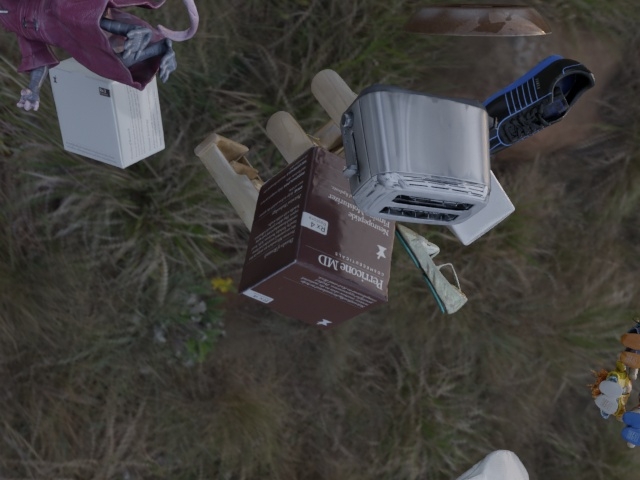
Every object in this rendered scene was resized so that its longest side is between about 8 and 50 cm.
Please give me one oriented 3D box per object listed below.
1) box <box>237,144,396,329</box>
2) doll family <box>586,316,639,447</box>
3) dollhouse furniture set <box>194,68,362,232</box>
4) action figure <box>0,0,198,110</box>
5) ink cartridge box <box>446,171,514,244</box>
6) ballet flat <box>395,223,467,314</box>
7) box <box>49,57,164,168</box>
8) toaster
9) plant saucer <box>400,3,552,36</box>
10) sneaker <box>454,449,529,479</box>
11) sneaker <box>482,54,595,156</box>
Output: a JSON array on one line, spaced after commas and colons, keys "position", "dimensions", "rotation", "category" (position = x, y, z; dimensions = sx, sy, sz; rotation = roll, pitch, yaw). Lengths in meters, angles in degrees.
[{"position": [0.000, 0.000, 1.327], "dimensions": [0.169, 0.167, 0.203], "rotation": [24, 57, -26], "category": "box"}, {"position": [0.496, 0.191, 1.378], "dimensions": [0.163, 0.118, 0.262], "rotation": [1, 107, -63], "category": "doll family"}, {"position": [-0.046, -0.224, 2.002], "dimensions": [0.394, 0.256, 0.362], "rotation": [-40, 163, 14], "category": "dollhouse furniture set"}, {"position": [-0.420, -0.370, 1.375], "dimensions": [0.248, 0.370, 0.275], "rotation": [89, 25, -54], "category": "action figure"}, {"position": [0.222, -0.142, 1.643], "dimensions": [0.117, 0.283, 0.207], "rotation": [-36, 113, 3], "category": "ink cartridge box"}, {"position": [0.178, 0.038, 1.389], "dimensions": [0.052, 0.057, 0.168], "rotation": [-31, 90, 1], "category": "ballet flat"}, {"position": [-0.418, -0.260, 1.709], "dimensions": [0.119, 0.181, 0.181], "rotation": [-35, 134, -44], "category": "box"}, {"position": [0.135, -0.108, 1.149], "dimensions": [0.227, 0.129, 0.146], "rotation": [6, 69, -21], "category": "toaster"}, {"position": [0.206, -0.294, 1.153], "dimensions": [0.199, 0.199, 0.036], "rotation": [-10, 111, -30], "category": "plant saucer"}, {"position": [0.233, 0.383, 1.334], "dimensions": [0.212, 0.094, 0.080], "rotation": [-9, 69, -45], "category": "sneaker"}, {"position": [0.330, -0.206, 1.383], "dimensions": [0.232, 0.090, 0.081], "rotation": [-42, 124, -2], "category": "sneaker"}]
